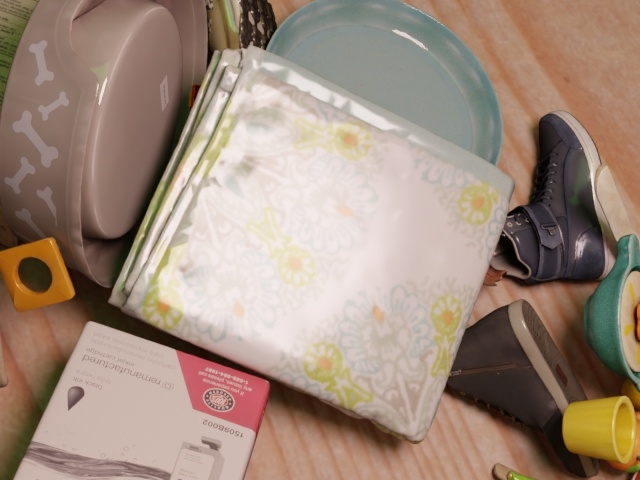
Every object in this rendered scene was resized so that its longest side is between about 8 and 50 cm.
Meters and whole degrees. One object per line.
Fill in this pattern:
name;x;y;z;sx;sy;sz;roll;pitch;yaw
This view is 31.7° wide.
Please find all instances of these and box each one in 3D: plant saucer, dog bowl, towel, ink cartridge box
plant saucer;0.074;-0.161;1.385;0.317;0.044;0.318;8;63;-17
dog bowl;-0.222;-0.130;1.178;0.102;0.349;0.349;14;64;8
towel;0.000;0.000;1.212;0.374;0.090;0.321;25;78;-11
ink cartridge box;-0.185;0.245;1.091;0.207;0.117;0.283;19;46;-3

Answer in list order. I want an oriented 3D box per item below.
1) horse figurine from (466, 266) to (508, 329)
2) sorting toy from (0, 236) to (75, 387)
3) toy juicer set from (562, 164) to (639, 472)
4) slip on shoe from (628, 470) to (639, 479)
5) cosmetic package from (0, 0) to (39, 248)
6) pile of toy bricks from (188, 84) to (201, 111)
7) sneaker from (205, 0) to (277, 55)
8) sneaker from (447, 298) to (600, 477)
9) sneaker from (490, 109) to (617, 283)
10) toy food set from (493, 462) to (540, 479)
horse figurine;0.077;0.043;1.304;0.263;0.066;0.175;-16;76;-16
sorting toy;-0.404;0.056;1.128;0.347;0.047;0.196;-3;106;11
toy juicer set;0.361;0.102;1.260;0.089;0.209;0.329;-4;65;35
slip on shoe;0.489;0.354;1.230;0.331;0.101;0.123;39;63;6
cosmetic package;-0.354;-0.160;1.271;0.153;0.129;0.296;20;65;-1
pile of toy bricks;-0.126;-0.063;1.292;0.118;0.105;0.212;7;86;-25
sneaker;-0.181;-0.330;1.405;0.182;0.158;0.410;-24;73;12
sneaker;0.227;0.180;1.276;0.222;0.118;0.083;61;26;-8
sneaker;0.261;-0.054;1.371;0.163;0.086;0.226;-6;69;-17
toy food set;0.235;0.301;1.176;0.132;0.039;0.192;27;26;-1
